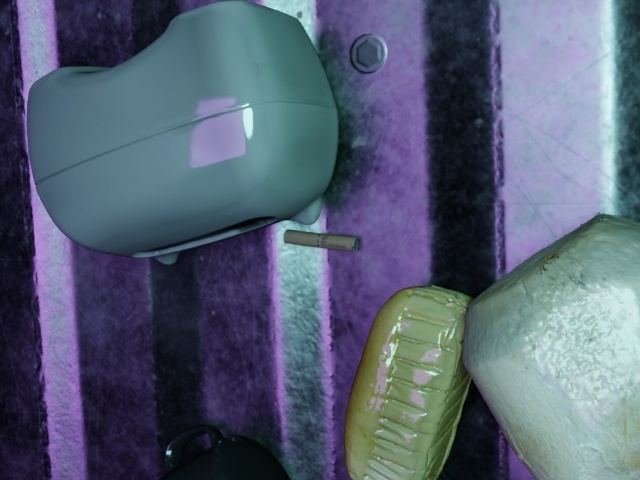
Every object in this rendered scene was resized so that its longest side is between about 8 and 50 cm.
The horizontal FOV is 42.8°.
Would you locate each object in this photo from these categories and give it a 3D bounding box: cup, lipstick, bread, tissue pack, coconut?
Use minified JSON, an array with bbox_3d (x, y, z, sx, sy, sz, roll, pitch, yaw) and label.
[{"bbox_3d":[-0.135,0.323,1.016,0.176,0.169,0.223,-43,47,19],"label":"cup"},{"bbox_3d":[0.000,0.000,0.981,0.094,0.019,0.018,6,99,25],"label":"lipstick"},{"bbox_3d":[0.098,0.159,0.885,0.106,0.140,0.236,19,99,26],"label":"bread"},{"bbox_3d":[-0.151,-0.104,0.923,0.333,0.229,0.235,-16,87,26],"label":"tissue pack"},{"bbox_3d":[0.269,0.117,0.749,0.245,0.245,0.247,-38,84,24],"label":"coconut"}]
